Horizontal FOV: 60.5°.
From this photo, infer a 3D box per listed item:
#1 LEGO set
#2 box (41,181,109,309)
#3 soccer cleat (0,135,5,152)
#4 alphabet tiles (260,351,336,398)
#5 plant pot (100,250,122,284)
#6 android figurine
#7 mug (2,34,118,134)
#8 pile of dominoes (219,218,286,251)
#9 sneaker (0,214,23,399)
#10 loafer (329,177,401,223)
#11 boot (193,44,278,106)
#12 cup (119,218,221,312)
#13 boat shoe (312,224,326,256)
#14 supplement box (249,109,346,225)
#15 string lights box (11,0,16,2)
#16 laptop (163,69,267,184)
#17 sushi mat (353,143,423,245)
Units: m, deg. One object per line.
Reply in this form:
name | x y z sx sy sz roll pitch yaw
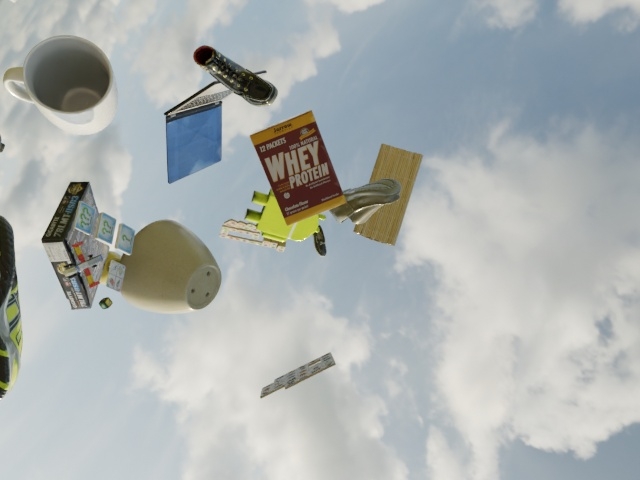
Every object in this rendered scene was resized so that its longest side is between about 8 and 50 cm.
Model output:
LEGO set | -0.540 0.040 1.369 0.060 0.182 0.244 -13 -121 26
box | -0.760 0.014 1.735 0.295 0.073 0.293 -95 -174 -48
soccer cleat | -0.921 -0.172 1.331 0.331 0.143 0.116 -43 -100 13
alphabet tiles | -0.068 0.400 1.625 0.237 0.009 0.198 -26 179 -4
plant pot | -0.800 0.103 2.105 0.095 0.134 0.134 -7 -122 53
android figurine | -0.118 -0.089 1.906 0.056 0.272 0.248 -94 -157 -47
mug | -0.904 -0.522 1.927 0.328 0.374 0.276 149 -54 -74
pile of dominoes | -0.254 -0.011 2.071 0.196 0.251 0.040 124 -25 -66
sneaker | -0.683 0.135 1.111 0.147 0.145 0.385 164 -73 -74
loafer | 0.112 -0.092 1.373 0.094 0.087 0.251 -28 -168 -33
boot | -0.254 -0.485 1.624 0.236 0.178 0.085 33 -85 32
cup | -0.481 0.118 1.877 0.237 0.331 0.331 20 -102 30
boat shoe | 0.000 0.000 2.100 0.038 0.046 0.125 -34 -117 45
supplement box | -0.046 -0.157 1.138 0.129 0.191 0.194 -21 -167 2
string lights box | -0.699 -0.685 1.236 0.077 0.133 0.260 132 -20 -74
laptop | -0.399 -0.447 2.135 0.408 0.236 0.382 -21 -168 30
sushi mat | 0.220 -0.150 1.803 0.151 0.019 0.317 18 -89 19
